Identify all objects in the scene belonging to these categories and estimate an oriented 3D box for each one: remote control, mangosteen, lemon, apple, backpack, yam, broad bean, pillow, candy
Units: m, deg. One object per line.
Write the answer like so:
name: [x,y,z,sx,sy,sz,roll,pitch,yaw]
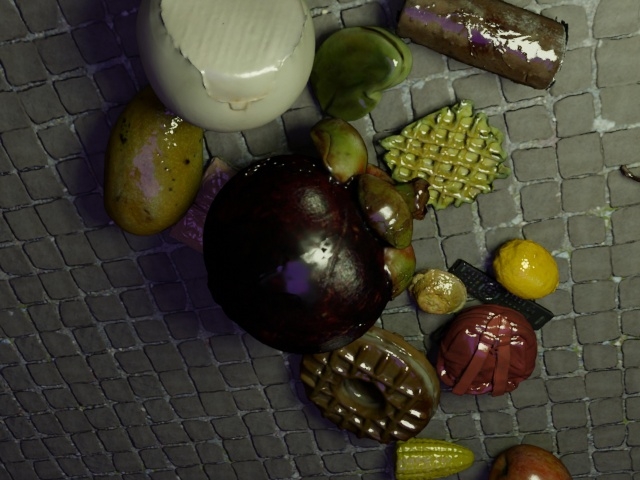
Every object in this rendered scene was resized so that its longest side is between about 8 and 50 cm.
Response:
remote control: [0.380,0.117,1.541,0.245,0.025,0.063,30,122,-11]
mangosteen: [-0.019,0.003,1.324,0.381,0.381,0.421,37,120,-14]
lemon: [0.412,0.060,1.451,0.155,0.114,0.114,36,120,-22]
apple: [0.494,0.580,1.718,0.174,0.188,0.188,34,120,-7]
backpack: [0.355,0.230,1.546,0.229,0.139,0.229,6,127,8]
yam: [0.265,-0.349,1.211,0.280,0.131,0.131,19,122,-1]
broad bean: [0.059,-0.295,1.283,0.207,0.072,0.153,-20,101,35]
pillow: [-0.220,-0.062,1.508,0.126,0.043,0.232,33,123,-7]
candy: [0.276,0.533,1.778,0.199,0.094,0.106,-4,120,2]

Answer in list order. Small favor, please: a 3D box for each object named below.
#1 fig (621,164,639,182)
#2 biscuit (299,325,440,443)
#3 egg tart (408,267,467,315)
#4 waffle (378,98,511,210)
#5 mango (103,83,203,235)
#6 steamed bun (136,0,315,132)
fig: [0.671,-0.112,1.280,0.202,0.149,0.148,-30,95,14]
biscuit: [0.107,0.319,1.622,0.332,0.103,0.332,16,132,19]
egg tart: [0.244,0.115,1.531,0.129,0.049,0.129,12,131,14]
waffle: [0.242,-0.153,1.376,0.223,0.054,0.204,-24,116,23]
mango: [-0.318,-0.158,1.393,0.176,0.175,0.329,-13,133,-38]
steamed bun: [-0.161,-0.315,1.221,0.309,0.309,0.309,4,122,6]
